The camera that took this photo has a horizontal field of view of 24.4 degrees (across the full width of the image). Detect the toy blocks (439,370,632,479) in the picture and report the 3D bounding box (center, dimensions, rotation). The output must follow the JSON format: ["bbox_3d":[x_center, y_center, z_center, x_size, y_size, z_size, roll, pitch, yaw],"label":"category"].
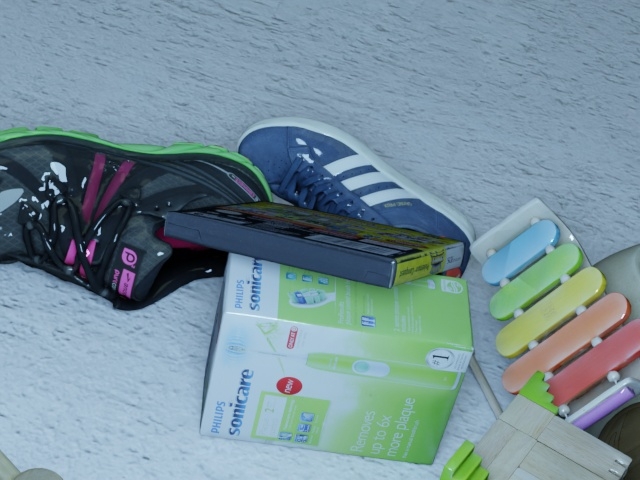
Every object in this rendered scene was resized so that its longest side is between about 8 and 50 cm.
[{"bbox_3d":[0.240,0.331,1.523,0.261,0.191,0.381,29,43,19],"label":"toy blocks"}]

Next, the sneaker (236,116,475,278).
[{"bbox_3d":[0.038,-0.036,1.948,0.350,0.131,0.148,27,41,-1],"label":"sneaker"}]

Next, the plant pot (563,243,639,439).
[{"bbox_3d":[0.429,0.112,1.876,0.284,0.191,0.284,8,42,-7],"label":"plant pot"}]

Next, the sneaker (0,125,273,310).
[{"bbox_3d":[-0.275,-0.021,1.830,0.482,0.185,0.202,-4,40,-19],"label":"sneaker"}]

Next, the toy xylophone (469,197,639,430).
[{"bbox_3d":[0.269,0.118,1.797,0.081,0.236,0.323,33,19,-42],"label":"toy xylophone"}]

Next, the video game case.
[{"bbox_3d":[0.000,0.000,1.692,0.274,0.035,0.248,12,9,22],"label":"video game case"}]

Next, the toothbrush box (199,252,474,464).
[{"bbox_3d":[0.015,0.135,1.717,0.283,0.206,0.122,10,40,-6],"label":"toothbrush box"}]

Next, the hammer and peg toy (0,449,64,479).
[{"bbox_3d":[-0.452,0.288,1.470,0.361,0.127,0.266,-17,47,-31],"label":"hammer and peg toy"}]

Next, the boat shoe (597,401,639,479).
[{"bbox_3d":[0.408,0.326,1.676,0.110,0.121,0.341,38,23,-32],"label":"boat shoe"}]
